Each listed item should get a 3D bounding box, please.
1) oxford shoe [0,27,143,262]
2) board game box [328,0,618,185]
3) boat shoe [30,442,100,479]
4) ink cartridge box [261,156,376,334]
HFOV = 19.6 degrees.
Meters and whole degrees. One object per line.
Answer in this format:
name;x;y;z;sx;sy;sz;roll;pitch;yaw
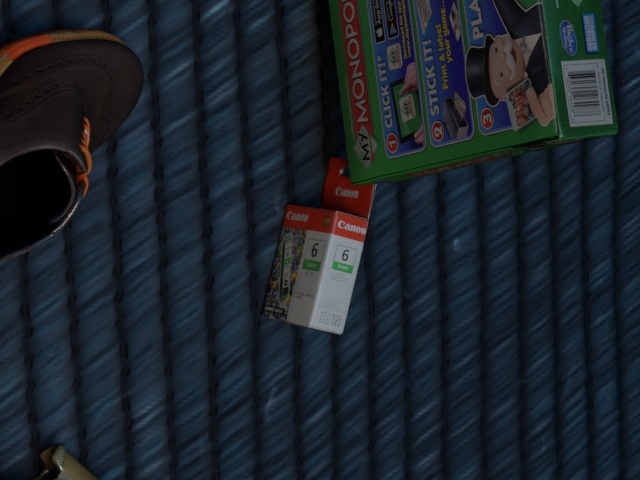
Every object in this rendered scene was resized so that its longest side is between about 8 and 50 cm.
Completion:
oxford shoe;-0.160;-0.042;1.034;0.271;0.098;0.097;-46;144;-51
board game box;0.071;-0.203;1.102;0.046;0.213;0.317;-6;88;-31
boat shoe;-0.158;0.160;1.134;0.190;0.068;0.072;5;82;-31
ink cartridge box;0.000;0.000;1.207;0.029;0.063;0.115;14;87;-33
